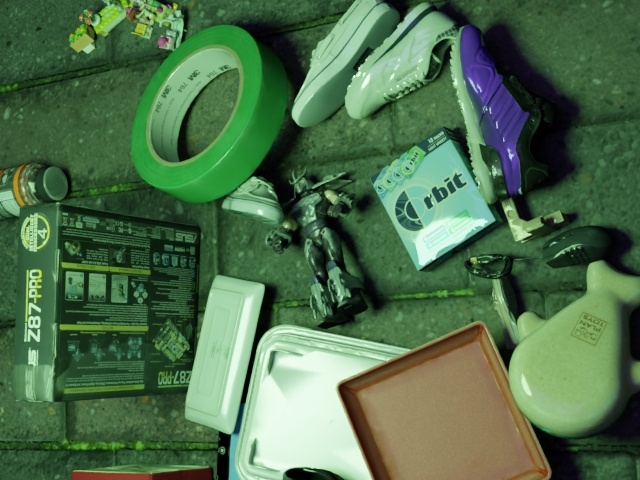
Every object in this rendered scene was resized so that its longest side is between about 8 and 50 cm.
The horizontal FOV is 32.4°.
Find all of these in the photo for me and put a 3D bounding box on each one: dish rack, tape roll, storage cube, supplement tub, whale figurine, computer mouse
[{"bbox_3d":[0.021,0.296,1.801,0.333,0.072,0.285,9,83,18],"label":"dish rack"},{"bbox_3d":[-0.202,-0.227,1.971,0.321,0.077,0.321,-19,57,33],"label":"tape roll"},{"bbox_3d":[-0.315,0.502,1.960,0.215,0.184,0.193,-6,81,30],"label":"storage cube"},{"bbox_3d":[-0.609,-0.101,2.236,0.198,0.106,0.106,-9,81,29],"label":"supplement tub"},{"bbox_3d":[0.394,0.166,1.629,0.216,0.141,0.272,22,73,25],"label":"whale figurine"},{"bbox_3d":[0.330,0.015,1.693,0.242,0.041,0.071,-13,38,28],"label":"computer mouse"}]

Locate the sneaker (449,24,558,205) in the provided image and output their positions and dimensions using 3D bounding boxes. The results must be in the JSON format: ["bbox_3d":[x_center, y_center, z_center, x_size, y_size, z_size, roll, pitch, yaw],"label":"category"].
[{"bbox_3d":[0.297,-0.209,1.730,0.146,0.102,0.293,-14,77,17],"label":"sneaker"}]

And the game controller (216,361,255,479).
[{"bbox_3d":[-0.113,0.374,1.922,0.166,0.067,0.319,0,85,30],"label":"game controller"}]

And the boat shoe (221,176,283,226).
[{"bbox_3d":[-0.117,-0.077,1.910,0.226,0.083,0.076,14,82,65],"label":"boat shoe"}]

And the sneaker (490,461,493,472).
[{"bbox_3d":[0.238,0.406,1.723,0.075,0.057,0.161,7,85,34],"label":"sneaker"}]

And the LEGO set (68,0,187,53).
[{"bbox_3d":[-0.397,-0.440,2.143,0.287,0.107,0.132,6,88,30],"label":"LEGO set"}]

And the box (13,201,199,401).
[{"bbox_3d":[-0.355,0.112,1.900,0.097,0.395,0.318,-4,84,28],"label":"box"}]

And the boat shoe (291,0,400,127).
[{"bbox_3d":[0.030,-0.312,1.901,0.258,0.095,0.084,-49,60,6],"label":"boat shoe"}]

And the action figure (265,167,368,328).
[{"bbox_3d":[0.000,0.000,1.876,0.185,0.099,0.285,-35,64,36],"label":"action figure"}]

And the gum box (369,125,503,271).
[{"bbox_3d":[0.188,-0.067,1.804,0.157,0.041,0.184,-35,70,23],"label":"gum box"}]

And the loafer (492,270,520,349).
[{"bbox_3d":[0.289,0.111,1.728,0.039,0.045,0.125,-27,75,32],"label":"loafer"}]

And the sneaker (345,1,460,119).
[{"bbox_3d":[0.136,-0.283,1.835,0.095,0.090,0.235,46,109,15],"label":"sneaker"}]

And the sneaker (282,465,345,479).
[{"bbox_3d":[-0.057,0.487,1.773,0.447,0.169,0.257,-8,89,38],"label":"sneaker"}]

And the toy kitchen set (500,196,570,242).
[{"bbox_3d":[0.327,-0.046,1.705,0.083,0.068,0.075,-25,73,26],"label":"toy kitchen set"}]

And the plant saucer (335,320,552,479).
[{"bbox_3d":[0.187,0.291,1.693,0.258,0.048,0.259,-25,76,9],"label":"plant saucer"}]

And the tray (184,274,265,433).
[{"bbox_3d":[-0.181,0.199,1.966,0.145,0.030,0.270,8,84,46],"label":"tray"}]
